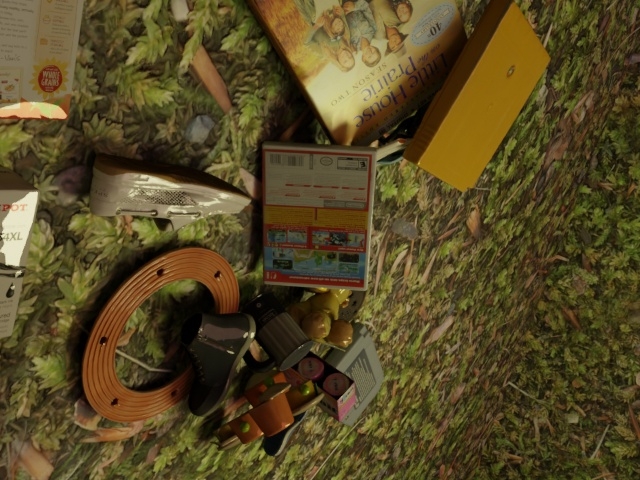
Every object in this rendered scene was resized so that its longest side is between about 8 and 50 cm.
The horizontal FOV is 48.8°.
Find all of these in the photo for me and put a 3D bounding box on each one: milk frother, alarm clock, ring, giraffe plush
[{"bbox_3d":[-0.093,0.192,1.380,0.129,0.135,0.143,-42,160,3],"label":"milk frother"},{"bbox_3d":[0.041,0.147,1.639,0.192,0.064,0.129,-46,144,-20],"label":"alarm clock"},{"bbox_3d":[-0.273,0.162,1.229,0.336,0.032,0.337,-33,137,-38],"label":"ring"},{"bbox_3d":[0.009,0.130,1.500,0.210,0.181,0.171,32,70,-55],"label":"giraffe plush"}]

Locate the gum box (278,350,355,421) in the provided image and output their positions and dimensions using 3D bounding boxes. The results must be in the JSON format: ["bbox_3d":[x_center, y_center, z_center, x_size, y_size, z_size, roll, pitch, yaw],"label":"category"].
[{"bbox_3d":[-0.014,0.304,1.560,0.062,0.188,0.107,-45,152,-26],"label":"gum box"}]

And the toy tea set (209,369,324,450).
[{"bbox_3d":[-0.115,0.310,1.401,0.200,0.124,0.336,-25,172,-31],"label":"toy tea set"}]

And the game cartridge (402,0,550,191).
[{"bbox_3d":[0.301,-0.260,1.336,0.324,0.052,0.285,-59,150,9],"label":"game cartridge"}]

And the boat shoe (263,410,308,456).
[{"bbox_3d":[-0.071,0.430,1.688,0.183,0.066,0.066,-56,154,8],"label":"boat shoe"}]

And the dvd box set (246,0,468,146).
[{"bbox_3d":[0.072,-0.363,1.162,0.307,0.062,0.420,-36,137,-1],"label":"dvd box set"}]

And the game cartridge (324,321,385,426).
[{"bbox_3d":[0.077,0.364,1.855,0.198,0.062,0.297,-44,144,-20],"label":"game cartridge"}]

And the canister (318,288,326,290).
[{"bbox_3d":[0.000,0.000,1.408,0.170,0.126,0.073,-62,177,4],"label":"canister"}]

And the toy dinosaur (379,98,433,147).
[{"bbox_3d":[0.218,-0.238,1.445,0.160,0.121,0.314,-12,151,-26],"label":"toy dinosaur"}]

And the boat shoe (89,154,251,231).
[{"bbox_3d":[-0.228,-0.061,1.074,0.277,0.098,0.096,7,108,-47],"label":"boat shoe"}]

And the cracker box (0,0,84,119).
[{"bbox_3d":[-0.349,-0.254,0.781,0.155,0.067,0.232,-11,122,-52],"label":"cracker box"}]

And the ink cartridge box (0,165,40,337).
[{"bbox_3d":[-0.436,0.017,0.838,0.148,0.085,0.203,-5,118,-53],"label":"ink cartridge box"}]

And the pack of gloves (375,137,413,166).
[{"bbox_3d":[0.103,-0.136,1.365,0.195,0.232,0.046,-13,84,-56],"label":"pack of gloves"}]

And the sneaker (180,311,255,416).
[{"bbox_3d":[-0.216,0.217,1.268,0.118,0.083,0.222,15,109,-38],"label":"sneaker"}]

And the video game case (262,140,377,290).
[{"bbox_3d":[-0.006,-0.040,1.303,0.025,0.203,0.285,-80,173,-63],"label":"video game case"}]
